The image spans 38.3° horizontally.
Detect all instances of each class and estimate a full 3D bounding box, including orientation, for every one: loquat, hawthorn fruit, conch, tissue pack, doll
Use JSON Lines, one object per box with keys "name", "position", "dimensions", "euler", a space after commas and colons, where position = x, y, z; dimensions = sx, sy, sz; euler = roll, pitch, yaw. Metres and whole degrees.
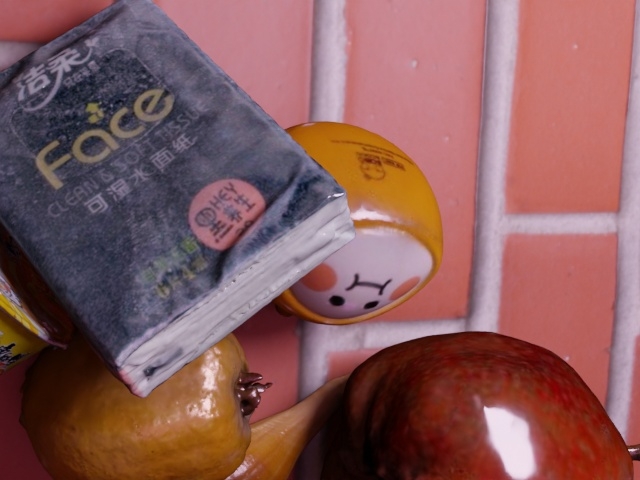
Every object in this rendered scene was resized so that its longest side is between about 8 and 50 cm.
{"name": "loquat", "position": [-0.160, 0.151, 0.860], "dimensions": [0.234, 0.176, 0.187], "euler": [-5, 79, -9]}
{"name": "hawthorn fruit", "position": [0.161, 0.234, 0.959], "dimensions": [0.324, 0.308, 0.309], "euler": [-17, 105, -52]}
{"name": "conch", "position": [-0.070, 0.230, 0.958], "dimensions": [0.330, 0.093, 0.109], "euler": [-27, 102, -18]}
{"name": "tissue pack", "position": [-0.154, -0.051, 0.784], "dimensions": [0.228, 0.316, 0.103], "euler": [-37, 151, -15]}
{"name": "doll", "position": [0.000, 0.000, 0.924], "dimensions": [0.213, 0.214, 0.236], "euler": [19, 131, -24]}

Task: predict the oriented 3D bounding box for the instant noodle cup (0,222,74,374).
{"name": "instant noodle cup", "position": [-0.359, 0.040, 0.735], "dimensions": [0.200, 0.264, 0.264], "euler": [-37, 109, -5]}
